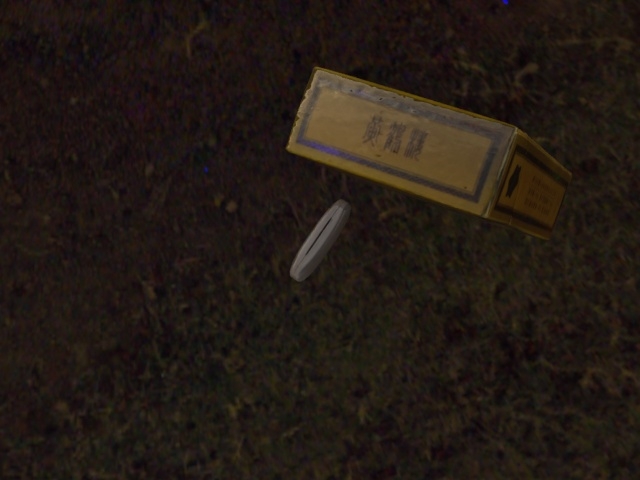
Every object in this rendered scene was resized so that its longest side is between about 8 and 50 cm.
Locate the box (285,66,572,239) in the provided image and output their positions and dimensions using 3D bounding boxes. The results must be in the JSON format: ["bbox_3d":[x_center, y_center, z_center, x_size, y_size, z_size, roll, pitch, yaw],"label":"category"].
[{"bbox_3d":[0.119,-0.075,0.935,0.193,0.301,0.084,19,94,22],"label":"box"}]

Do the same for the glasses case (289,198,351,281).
[{"bbox_3d":[0.000,0.000,0.856,0.021,0.032,0.083,33,85,10],"label":"glasses case"}]
